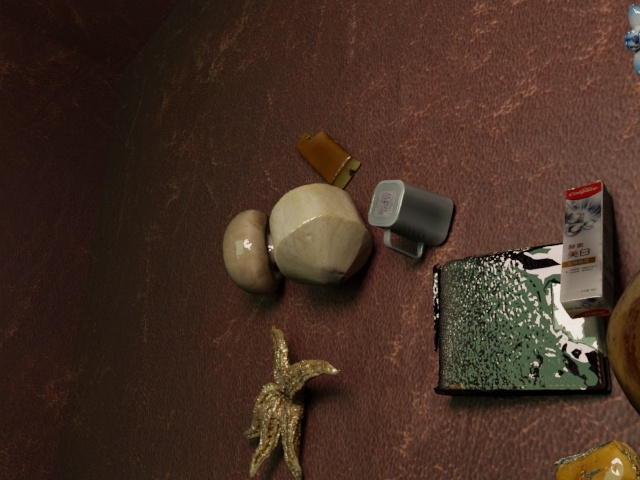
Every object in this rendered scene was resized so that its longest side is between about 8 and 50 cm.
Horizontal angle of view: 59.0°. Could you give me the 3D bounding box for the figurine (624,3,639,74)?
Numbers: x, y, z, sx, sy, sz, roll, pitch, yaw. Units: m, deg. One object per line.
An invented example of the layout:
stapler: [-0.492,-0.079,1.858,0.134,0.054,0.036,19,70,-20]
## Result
figurine: [0.493,-0.294,0.799,0.114,0.079,0.114,20,115,52]

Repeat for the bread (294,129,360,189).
bread: [0.012,-0.207,1.362,0.088,0.049,0.226,-56,39,16]

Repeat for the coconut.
coconut: [0.000,0.000,1.158,0.202,0.202,0.222,-48,37,24]

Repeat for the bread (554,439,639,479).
bread: [0.350,0.297,0.708,0.106,0.053,0.072,-43,41,37]

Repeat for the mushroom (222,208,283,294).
mushroom: [-0.124,0.024,1.320,0.204,0.204,0.204,-25,55,41]

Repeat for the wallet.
wallet: [0.287,0.124,0.860,0.262,0.071,0.220,-13,62,39]

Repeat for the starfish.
starfish: [-0.068,0.353,1.162,0.301,0.084,0.293,15,89,56]

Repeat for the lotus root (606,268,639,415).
lotus root: [0.432,0.113,0.609,0.272,0.192,0.272,-17,63,38]

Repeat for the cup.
cup: [0.162,-0.036,1.038,0.095,0.129,0.128,9,83,59]

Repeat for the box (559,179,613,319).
box: [0.364,0.008,0.771,0.055,0.039,0.218,-17,36,38]
